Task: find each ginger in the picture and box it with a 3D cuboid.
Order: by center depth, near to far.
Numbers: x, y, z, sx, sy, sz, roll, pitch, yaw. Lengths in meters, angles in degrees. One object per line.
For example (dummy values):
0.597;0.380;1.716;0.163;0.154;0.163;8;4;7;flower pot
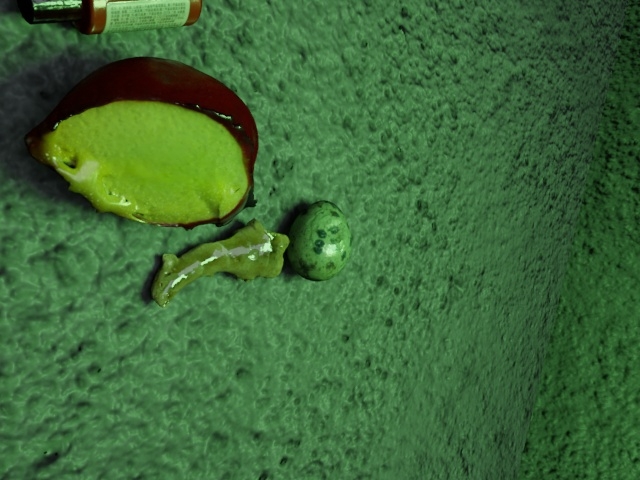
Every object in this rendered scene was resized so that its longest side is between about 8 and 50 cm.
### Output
-0.192;0.049;1.073;0.295;0.086;0.131;-24;119;-29;ginger

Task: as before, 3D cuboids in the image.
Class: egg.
0.000;0.000;1.194;0.141;0.141;0.181;26;66;-40;egg

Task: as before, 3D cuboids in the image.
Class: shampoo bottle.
-0.333;-0.388;0.881;0.278;0.104;0.104;-24;110;-38;shampoo bottle

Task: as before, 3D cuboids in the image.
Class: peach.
-0.277;-0.170;0.897;0.362;0.201;0.257;4;131;-29;peach
